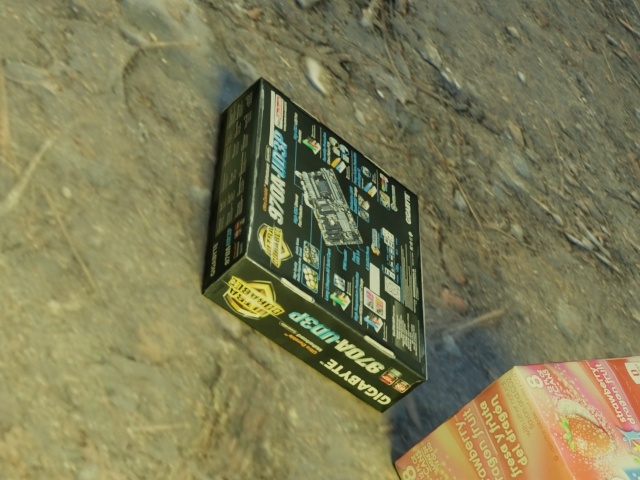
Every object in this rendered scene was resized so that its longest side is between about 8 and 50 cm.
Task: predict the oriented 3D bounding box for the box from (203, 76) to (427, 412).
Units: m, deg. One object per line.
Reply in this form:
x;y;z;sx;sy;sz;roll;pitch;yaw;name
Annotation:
0.000;0.000;1.281;0.175;0.051;0.220;35;32;-26;box

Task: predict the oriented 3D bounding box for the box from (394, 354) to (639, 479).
0.198;0.242;1.169;0.154;0.142;0.300;0;56;-45;box
